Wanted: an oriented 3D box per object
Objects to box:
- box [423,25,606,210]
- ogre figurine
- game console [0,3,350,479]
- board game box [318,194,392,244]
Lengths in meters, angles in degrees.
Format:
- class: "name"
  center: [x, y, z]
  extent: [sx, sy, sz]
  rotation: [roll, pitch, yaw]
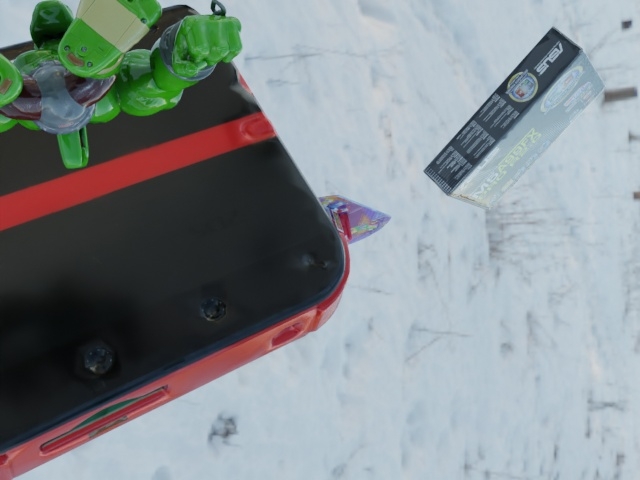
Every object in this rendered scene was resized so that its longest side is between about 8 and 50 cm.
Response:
- class: "box"
  center: [0.298, -0.170, 1.217]
  extent: [0.060, 0.270, 0.216]
  rotation: [48, 17, 21]
- class: "ogre figurine"
  center: [-0.150, -0.091, 0.449]
  extent: [0.097, 0.197, 0.118]
  rotation: [62, -11, 0]
- class: "game console"
  center: [-0.195, -0.022, 0.665]
  extent: [0.386, 0.060, 0.342]
  rotation: [-23, 70, -28]
- class: "board game box"
  center: [0.000, 0.000, 0.900]
  extent: [0.169, 0.133, 0.033]
  rotation: [18, 54, -53]
